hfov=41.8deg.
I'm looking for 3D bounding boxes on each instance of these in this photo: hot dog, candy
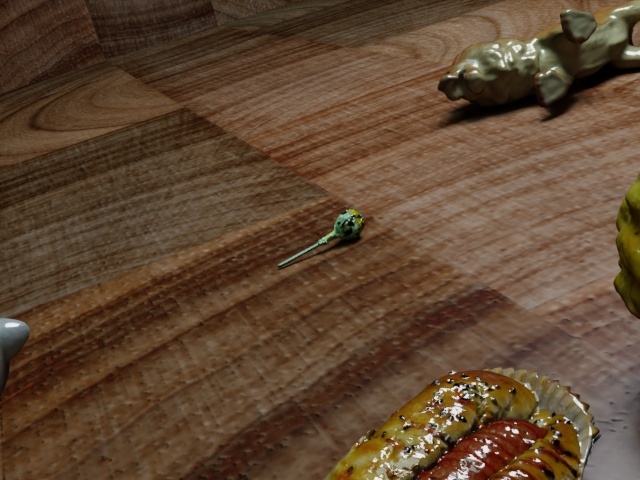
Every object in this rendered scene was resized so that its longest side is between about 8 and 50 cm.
[{"bbox_3d":[0.049,0.112,0.353,0.099,0.053,0.192,1,24,42],"label":"hot dog"},{"bbox_3d":[0.000,0.000,0.698,0.083,0.023,0.025,-28,-10,-14],"label":"candy"}]

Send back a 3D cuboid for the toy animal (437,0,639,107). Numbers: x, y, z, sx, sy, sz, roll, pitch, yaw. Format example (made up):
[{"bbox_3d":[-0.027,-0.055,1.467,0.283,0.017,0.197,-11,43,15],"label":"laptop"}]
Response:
[{"bbox_3d":[0.281,-0.217,0.946,0.312,0.097,0.157,-21,16,-17],"label":"toy animal"}]

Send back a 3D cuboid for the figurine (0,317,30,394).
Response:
[{"bbox_3d":[-0.342,0.117,0.400,0.381,0.203,0.248,-9,26,19],"label":"figurine"}]

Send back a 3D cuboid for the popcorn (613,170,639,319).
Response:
[{"bbox_3d":[0.232,-0.002,0.378,0.198,0.155,0.197,-18,9,3],"label":"popcorn"}]
